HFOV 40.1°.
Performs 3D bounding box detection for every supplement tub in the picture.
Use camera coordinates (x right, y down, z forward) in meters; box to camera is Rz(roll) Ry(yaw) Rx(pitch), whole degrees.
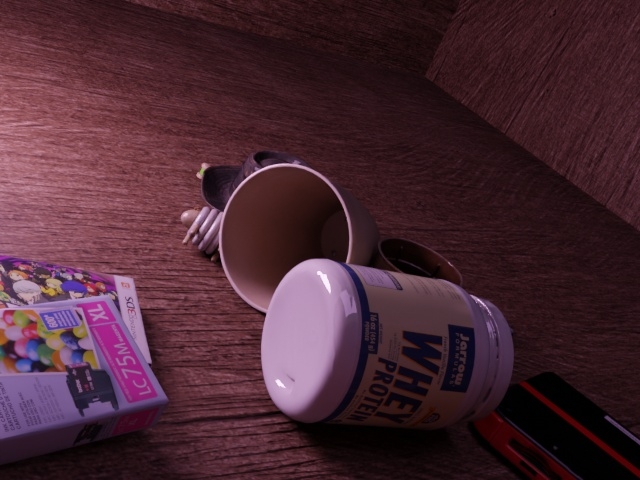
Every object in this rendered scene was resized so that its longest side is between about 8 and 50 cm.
[{"bbox_3d":[0.101,0.162,1.313,0.325,0.235,0.235,10,27,-30],"label":"supplement tub"}]

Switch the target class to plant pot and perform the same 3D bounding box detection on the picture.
[{"bbox_3d":[0.000,0.000,1.586,0.256,0.256,0.274,36,15,23],"label":"plant pot"},{"bbox_3d":[0.145,0.105,1.567,0.167,0.165,0.167,21,24,-10],"label":"plant pot"}]

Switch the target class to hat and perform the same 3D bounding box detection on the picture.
[{"bbox_3d":[-0.074,-0.098,1.790,0.331,0.134,0.331,27,24,-13],"label":"hat"}]

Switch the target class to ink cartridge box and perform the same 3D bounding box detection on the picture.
[{"bbox_3d":[-0.355,0.164,1.031,0.311,0.065,0.186,-8,50,-42],"label":"ink cartridge box"}]

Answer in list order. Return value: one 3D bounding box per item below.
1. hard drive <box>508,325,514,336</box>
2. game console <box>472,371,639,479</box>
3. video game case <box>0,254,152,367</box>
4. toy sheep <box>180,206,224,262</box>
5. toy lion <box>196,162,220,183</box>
[{"bbox_3d":[0.319,0.167,1.789,0.135,0.022,0.094,3,31,-40],"label":"hard drive"},{"bbox_3d":[0.464,0.373,1.471,0.386,0.060,0.342,39,22,28],"label":"game console"},{"bbox_3d":[-0.363,0.105,1.222,0.232,0.042,0.210,13,26,-26],"label":"video game case"},{"bbox_3d":[-0.195,-0.013,1.591,0.132,0.091,0.091,35,21,-11],"label":"toy sheep"},{"bbox_3d":[-0.211,-0.125,1.881,0.096,0.034,0.100,19,23,-33],"label":"toy lion"}]
